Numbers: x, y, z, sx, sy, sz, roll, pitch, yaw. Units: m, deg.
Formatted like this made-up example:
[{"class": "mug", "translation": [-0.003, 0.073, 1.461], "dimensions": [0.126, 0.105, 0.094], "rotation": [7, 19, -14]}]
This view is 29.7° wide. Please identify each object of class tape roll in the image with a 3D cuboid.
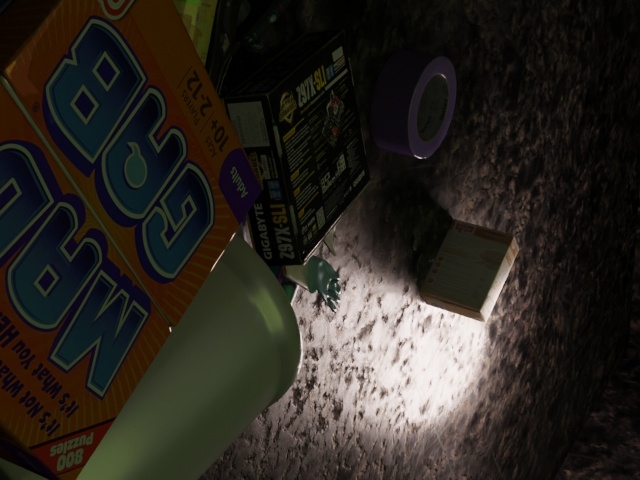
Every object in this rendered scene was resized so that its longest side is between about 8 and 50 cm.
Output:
[{"class": "tape roll", "translation": [0.169, -0.247, 2.180], "dimensions": [0.189, 0.080, 0.188], "rotation": [-36, 135, -47]}]

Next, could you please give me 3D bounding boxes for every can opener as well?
[{"class": "can opener", "translation": [-0.076, -0.332, 1.711], "dimensions": [0.186, 0.059, 0.073], "rotation": [-48, 142, -38]}]

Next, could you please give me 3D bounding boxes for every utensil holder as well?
[{"class": "utensil holder", "translation": [-0.260, 0.178, 1.378], "dimensions": [0.385, 0.328, 0.327], "rotation": [-46, 142, -38]}]

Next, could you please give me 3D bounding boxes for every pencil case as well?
[{"class": "pencil case", "translation": [-0.073, 0.096, 1.940], "dimensions": [0.070, 0.065, 0.151], "rotation": [75, 32, -87]}]

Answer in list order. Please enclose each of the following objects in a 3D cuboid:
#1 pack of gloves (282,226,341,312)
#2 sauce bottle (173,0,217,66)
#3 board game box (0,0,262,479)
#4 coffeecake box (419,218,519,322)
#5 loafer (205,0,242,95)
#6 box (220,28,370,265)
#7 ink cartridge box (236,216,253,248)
[{"class": "pack of gloves", "translation": [0.000, 0.000, 1.955], "dimensions": [0.232, 0.046, 0.195], "rotation": [42, 39, -59]}, {"class": "sauce bottle", "translation": [-0.202, -0.190, 1.504], "dimensions": [0.111, 0.111, 0.344], "rotation": [-5, 107, -60]}, {"class": "board game box", "translation": [-0.331, -0.061, 1.079], "dimensions": [0.356, 0.357, 0.356], "rotation": [-59, 149, -25]}, {"class": "coffeecake box", "translation": [0.315, 0.062, 2.540], "dimensions": [0.185, 0.142, 0.068], "rotation": [-62, 151, -19]}, {"class": "loafer", "translation": [-0.142, -0.248, 1.602], "dimensions": [0.078, 0.080, 0.220], "rotation": [11, 95, -49]}, {"class": "box", "translation": [-0.026, -0.143, 1.770], "dimensions": [0.322, 0.079, 0.257], "rotation": [-52, 134, -57]}, {"class": "ink cartridge box", "translation": [-0.113, -0.081, 1.767], "dimensions": [0.208, 0.045, 0.206], "rotation": [-75, 162, -47]}]
